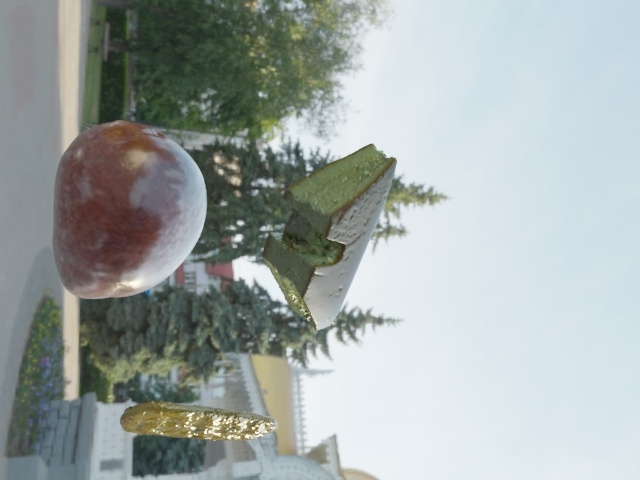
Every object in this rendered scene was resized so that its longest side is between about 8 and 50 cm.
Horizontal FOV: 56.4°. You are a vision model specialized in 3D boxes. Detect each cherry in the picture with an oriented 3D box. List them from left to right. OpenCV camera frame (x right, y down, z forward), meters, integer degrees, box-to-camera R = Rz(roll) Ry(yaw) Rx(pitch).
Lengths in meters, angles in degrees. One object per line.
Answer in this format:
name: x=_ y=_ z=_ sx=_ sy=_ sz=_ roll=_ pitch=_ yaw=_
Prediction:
cherry: x=-0.373 y=-0.059 z=1.167 sx=0.326 sy=0.291 sz=0.335 roll=-86 pitch=-176 yaw=-84

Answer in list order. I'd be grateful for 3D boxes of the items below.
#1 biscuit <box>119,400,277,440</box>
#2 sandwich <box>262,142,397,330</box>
biscuit: x=-0.180 y=0.278 z=0.906 sx=0.118 sy=0.247 sz=0.029 roll=-36 pitch=-133 yaw=44
sandwich: x=0.000 y=0.000 z=0.686 sx=0.090 sy=0.088 sz=0.245 roll=45 pitch=-60 yaw=43
